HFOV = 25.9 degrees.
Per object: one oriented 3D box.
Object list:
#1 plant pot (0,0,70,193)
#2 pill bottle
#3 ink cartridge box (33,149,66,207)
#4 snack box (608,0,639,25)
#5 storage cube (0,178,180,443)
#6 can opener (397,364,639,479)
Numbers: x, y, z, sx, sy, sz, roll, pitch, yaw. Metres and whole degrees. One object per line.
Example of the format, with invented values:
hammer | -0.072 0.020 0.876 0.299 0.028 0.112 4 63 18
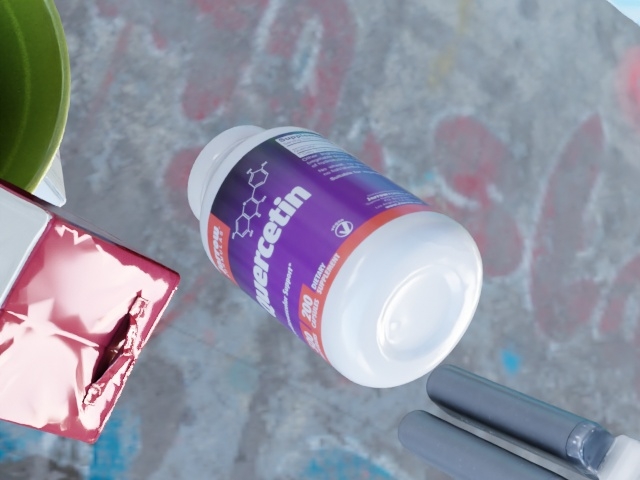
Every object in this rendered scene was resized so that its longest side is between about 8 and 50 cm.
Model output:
plant pot | -0.507 -0.162 1.469 0.366 0.353 0.367 1 89 -36
pill bottle | 0.000 0.000 1.406 0.181 0.323 0.182 -20 127 -30
ink cartridge box | -0.419 -0.088 1.792 0.154 0.212 0.093 -32 125 6
snack box | 0.178 -0.255 0.812 0.322 0.187 0.060 32 33 -19
storage cube | -0.283 0.051 1.256 0.184 0.215 0.193 -62 148 -2
can opener | 0.156 0.149 0.843 0.093 0.280 0.074 42 76 -36
